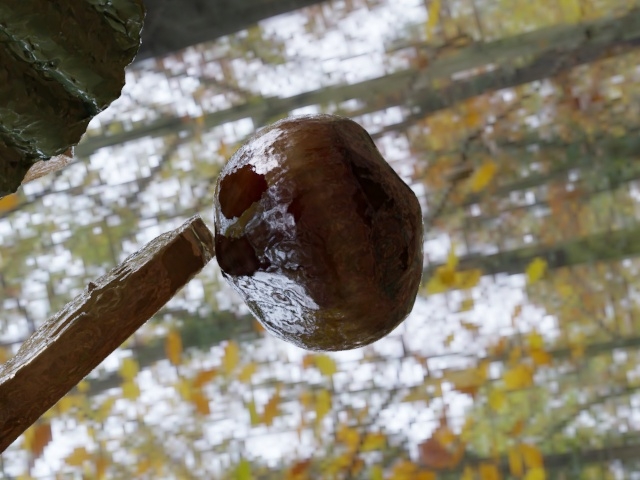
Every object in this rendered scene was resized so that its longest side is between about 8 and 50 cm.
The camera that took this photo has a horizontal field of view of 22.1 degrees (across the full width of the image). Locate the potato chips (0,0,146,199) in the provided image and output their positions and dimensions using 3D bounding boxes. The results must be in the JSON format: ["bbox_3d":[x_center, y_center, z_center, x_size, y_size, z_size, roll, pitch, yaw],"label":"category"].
[{"bbox_3d":[-0.276,-0.067,0.900,0.070,0.358,0.429,48,-174,20],"label":"potato chips"}]

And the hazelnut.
[{"bbox_3d":[0.000,0.000,1.377,0.204,0.178,0.178,67,-147,-29],"label":"hazelnut"}]

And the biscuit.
[{"bbox_3d":[-0.237,0.105,1.486,0.365,0.385,0.062,-44,-87,-13],"label":"biscuit"}]

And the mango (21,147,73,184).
[{"bbox_3d":[-0.334,-0.122,1.403,0.350,0.201,0.199,11,-94,-58],"label":"mango"}]
